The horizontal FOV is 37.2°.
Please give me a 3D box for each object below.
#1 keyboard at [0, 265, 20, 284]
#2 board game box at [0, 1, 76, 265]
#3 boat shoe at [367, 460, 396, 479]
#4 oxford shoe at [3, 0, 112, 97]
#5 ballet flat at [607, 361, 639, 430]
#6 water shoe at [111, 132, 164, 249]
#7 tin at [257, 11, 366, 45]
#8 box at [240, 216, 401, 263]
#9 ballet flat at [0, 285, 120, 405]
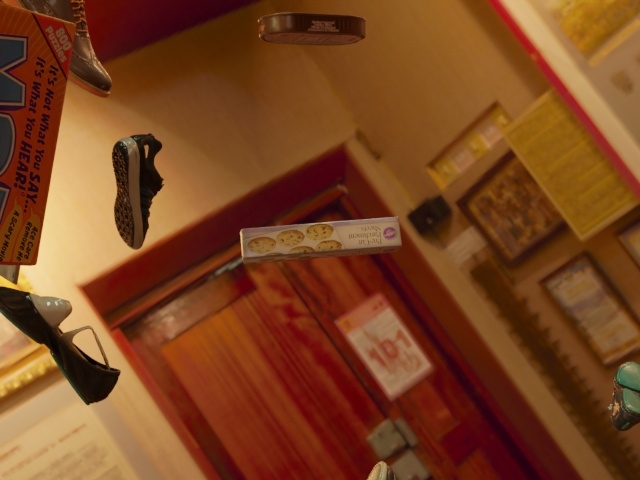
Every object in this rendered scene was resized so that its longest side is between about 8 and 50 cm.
[{"bbox_3d":[-0.586,-0.039,1.815,0.014,0.072,0.256,-17,-49,-54],"label":"keyboard"},{"bbox_3d":[-0.619,-0.179,1.332,0.356,0.356,0.356,14,6,39],"label":"board game box"},{"bbox_3d":[0.136,0.633,1.987,0.127,0.113,0.340,121,165,-46],"label":"boat shoe"},{"bbox_3d":[-0.570,-0.479,2.112,0.132,0.364,0.130,-38,1,14],"label":"oxford shoe"},{"bbox_3d":[0.601,0.310,1.873,0.074,0.074,0.203,-39,5,28],"label":"ballet flat"},{"bbox_3d":[-0.286,-0.076,1.543,0.080,0.073,0.203,-21,-47,-34],"label":"water shoe"},{"bbox_3d":[-0.013,-0.357,1.615,0.189,0.040,0.106,-2,5,-20],"label":"tin"},{"bbox_3d":[0.000,0.000,1.931,0.324,0.067,0.063,-4,-13,-4],"label":"box"},{"bbox_3d":[-0.454,0.162,1.659,0.096,0.280,0.095,-40,21,-8],"label":"ballet flat"}]
